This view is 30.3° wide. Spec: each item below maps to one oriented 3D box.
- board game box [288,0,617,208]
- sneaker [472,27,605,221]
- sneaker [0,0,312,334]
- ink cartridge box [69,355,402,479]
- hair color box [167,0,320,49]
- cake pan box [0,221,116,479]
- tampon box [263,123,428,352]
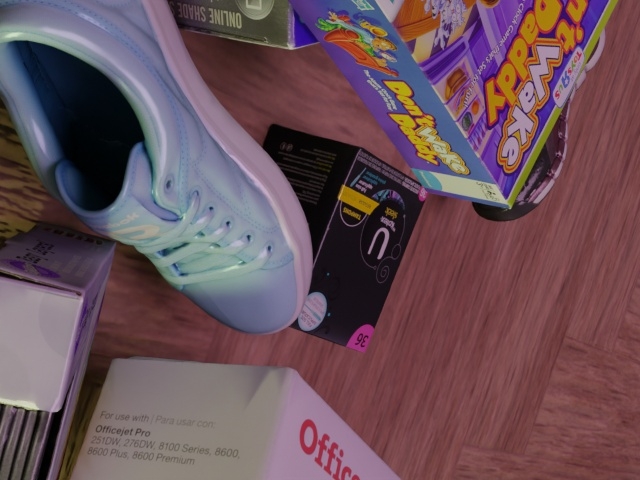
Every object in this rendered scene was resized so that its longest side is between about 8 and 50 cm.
[{"bbox_3d":[0.133,-0.232,0.823,0.347,0.078,0.233,-61,139,-17],"label":"board game box"},{"bbox_3d":[0.196,-0.171,1.223,0.162,0.106,0.281,47,57,-43],"label":"sneaker"},{"bbox_3d":[-0.124,-0.036,0.811,0.366,0.135,0.150,57,31,-33],"label":"sneaker"},{"bbox_3d":[-0.077,0.318,0.850,0.285,0.166,0.395,53,45,-50],"label":"ink cartridge box"},{"bbox_3d":[0.023,-0.232,0.903,0.339,0.185,0.110,-24,122,-44],"label":"hair color box"},{"bbox_3d":[-0.195,0.121,0.747,0.070,0.267,0.245,12,94,-7],"label":"cake pan box"},{"bbox_3d":[0.000,0.000,1.035,0.120,0.101,0.161,24,86,-51],"label":"tampon box"}]
